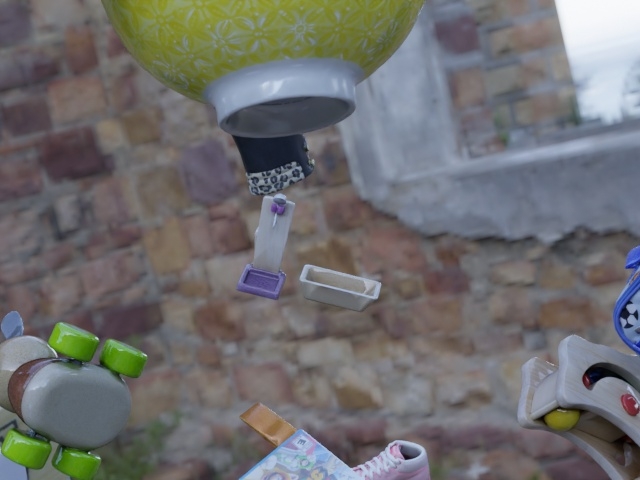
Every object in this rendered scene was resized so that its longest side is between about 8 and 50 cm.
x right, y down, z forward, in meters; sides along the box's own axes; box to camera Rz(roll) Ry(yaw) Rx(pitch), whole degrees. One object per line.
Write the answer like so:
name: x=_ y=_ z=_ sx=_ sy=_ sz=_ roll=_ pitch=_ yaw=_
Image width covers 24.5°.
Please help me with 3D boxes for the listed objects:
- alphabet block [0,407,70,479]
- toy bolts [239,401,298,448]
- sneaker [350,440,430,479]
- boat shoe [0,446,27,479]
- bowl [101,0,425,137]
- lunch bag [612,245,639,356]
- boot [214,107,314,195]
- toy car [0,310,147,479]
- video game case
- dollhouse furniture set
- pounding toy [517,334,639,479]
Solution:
alphabet block: x=-0.500 y=0.317 z=2.104 sx=0.192 sy=0.194 sz=0.197 roll=-7 pitch=13 yaw=29
toy bolts: x=-0.036 y=0.313 z=1.665 sx=0.158 sy=0.218 sz=0.228 roll=-51 pitch=-9 yaw=-9
sneaker: x=0.073 y=0.287 z=1.854 sx=0.134 sy=0.070 sz=0.051 roll=-7 pitch=40 yaw=-7
boat shoe: x=-0.414 y=0.381 z=1.660 sx=0.102 sy=0.301 sz=0.108 roll=-6 pitch=-22 yaw=32
bowl: x=-0.037 y=-0.175 z=1.219 sx=0.289 sy=0.156 sz=0.289 roll=-8 pitch=-12 yaw=-2
lunch bag: x=0.478 y=0.051 z=1.665 sx=0.303 sy=0.243 sz=0.115 roll=-59 pitch=-6 yaw=36
boot: x=-0.037 y=-0.188 z=2.087 sx=0.236 sy=0.179 sz=0.085 roll=-31 pitch=29 yaw=-23
toy car: x=-0.316 y=0.157 z=1.654 sx=0.188 sy=0.155 sz=0.149 roll=23 pitch=-3 yaw=41
video game case: x=-0.010 y=0.256 z=1.373 sx=0.119 sy=0.015 sz=0.166 roll=-37 pitch=45 yaw=-20
dollhouse furniture set: x=0.000 y=0.000 z=1.207 sx=0.114 sy=0.081 sz=0.091 roll=14 pitch=25 yaw=3
pounding toy: x=0.335 y=0.232 z=1.792 sx=0.269 sy=0.154 sz=0.155 roll=19 pitch=-40 yaw=-34
